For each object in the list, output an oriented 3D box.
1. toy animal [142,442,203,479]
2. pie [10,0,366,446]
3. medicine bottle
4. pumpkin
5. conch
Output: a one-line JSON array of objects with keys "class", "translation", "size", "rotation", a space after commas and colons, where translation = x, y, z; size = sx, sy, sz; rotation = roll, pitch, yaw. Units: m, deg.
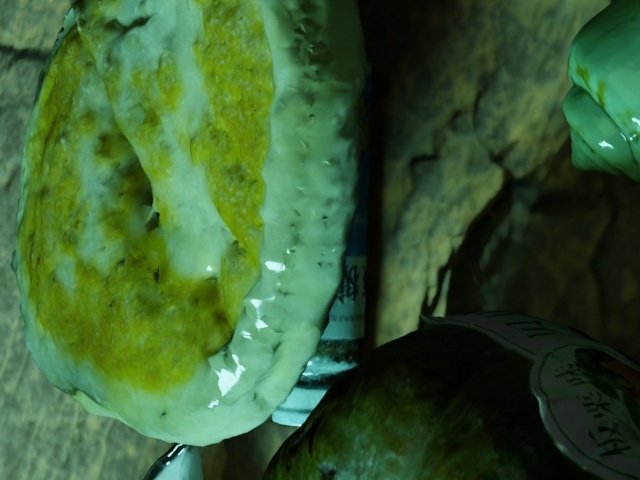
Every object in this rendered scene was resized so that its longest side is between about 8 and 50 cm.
[{"class": "toy animal", "translation": [-0.114, 0.196, 0.969], "size": [0.181, 0.131, 0.127], "rotation": [-47, 25, 46]}, {"class": "pie", "translation": [-0.073, -0.060, 0.926], "size": [0.339, 0.077, 0.339], "rotation": [-14, 72, 54]}, {"class": "medicine bottle", "translation": [0.000, 0.000, 0.920], "size": [0.051, 0.051, 0.191], "rotation": [3, 93, 40]}, {"class": "pumpkin", "translation": [0.063, 0.165, 0.758], "size": [0.260, 0.189, 0.260], "rotation": [4, 95, 56]}, {"class": "conch", "translation": [0.176, -0.082, 0.761], "size": [0.106, 0.079, 0.170], "rotation": [48, 113, 13]}]
